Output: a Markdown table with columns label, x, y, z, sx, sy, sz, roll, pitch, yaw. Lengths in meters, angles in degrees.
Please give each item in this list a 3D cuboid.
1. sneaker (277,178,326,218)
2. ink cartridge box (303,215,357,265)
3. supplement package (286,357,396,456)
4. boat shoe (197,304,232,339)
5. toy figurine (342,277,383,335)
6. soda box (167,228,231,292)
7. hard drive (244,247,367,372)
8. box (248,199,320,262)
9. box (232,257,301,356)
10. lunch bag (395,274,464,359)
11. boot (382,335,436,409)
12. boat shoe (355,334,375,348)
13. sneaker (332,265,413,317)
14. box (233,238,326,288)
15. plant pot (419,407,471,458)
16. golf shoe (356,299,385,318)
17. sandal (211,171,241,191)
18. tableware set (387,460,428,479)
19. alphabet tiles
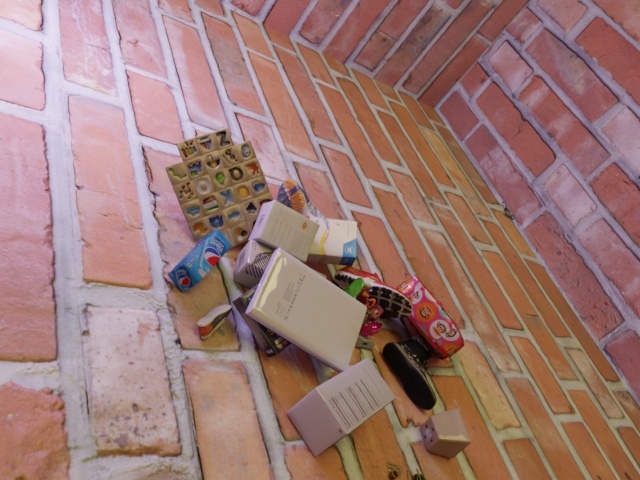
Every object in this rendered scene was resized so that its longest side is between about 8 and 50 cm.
| label | x | y | z | sx | sy | sz | roll | pitch | yaw |
| --- | --- | --- | --- | --- | --- | --- | --- | --- | --- |
| sneaker | -0.050 | -0.082 | 2.036 | 0.131 | 0.111 | 0.297 | 2 | 57 | -57 |
| ink cartridge box | 0.000 | 0.000 | 1.877 | 0.230 | 0.078 | 0.134 | 5 | 67 | -7 |
| supplement package | 0.058 | 0.425 | 1.482 | 0.244 | 0.139 | 0.134 | -13 | 61 | -54 |
| boat shoe | -0.271 | 0.207 | 1.484 | 0.137 | 0.049 | 0.043 | -42 | 127 | -61 |
| toy figurine | 0.135 | 0.225 | 1.798 | 0.159 | 0.173 | 0.130 | 35 | 3 | -23 |
| soda box | -0.327 | 0.052 | 1.570 | 0.067 | 0.071 | 0.210 | 52 | 30 | -13 |
| hard drive | -0.030 | 0.191 | 1.564 | 0.318 | 0.040 | 0.210 | 35 | 55 | -19 |
| box | -0.111 | -0.023 | 1.747 | 0.170 | 0.091 | 0.130 | 29 | 72 | -24 |
| box | -0.102 | 0.180 | 1.582 | 0.231 | 0.056 | 0.183 | -34 | 92 | -39 |
| lunch bag | 0.371 | 0.267 | 1.976 | 0.293 | 0.120 | 0.258 | 54 | 1 | 15 |
| boot | 0.320 | 0.413 | 1.837 | 0.178 | 0.085 | 0.236 | -5 | 54 | -53 |
| boat shoe | 0.124 | 0.313 | 1.799 | 0.100 | 0.035 | 0.035 | 17 | 12 | -29 |
| sneaker | 0.181 | 0.152 | 1.865 | 0.278 | 0.107 | 0.118 | 26 | 33 | 14 |
| box | -0.117 | 0.113 | 1.715 | 0.275 | 0.094 | 0.113 | 26 | 36 | -23 |
| plant pot | 0.356 | 0.565 | 1.678 | 0.096 | 0.109 | 0.109 | 9 | 43 | -25 |
| golf shoe | 0.188 | 0.207 | 1.952 | 0.198 | 0.077 | 0.094 | 17 | 39 | -36 |
| sandal | -0.282 | -0.122 | 1.783 | 0.317 | 0.138 | 0.126 | 33 | 26 | -18 |
| tableware set | 0.242 | 0.650 | 1.519 | 0.154 | 0.024 | 0.104 | 32 | 33 | -17 |
| alphabet tiles | -0.291 | -0.153 | 1.717 | 0.285 | 0.011 | 0.343 | -25 | 98 | -29 |
